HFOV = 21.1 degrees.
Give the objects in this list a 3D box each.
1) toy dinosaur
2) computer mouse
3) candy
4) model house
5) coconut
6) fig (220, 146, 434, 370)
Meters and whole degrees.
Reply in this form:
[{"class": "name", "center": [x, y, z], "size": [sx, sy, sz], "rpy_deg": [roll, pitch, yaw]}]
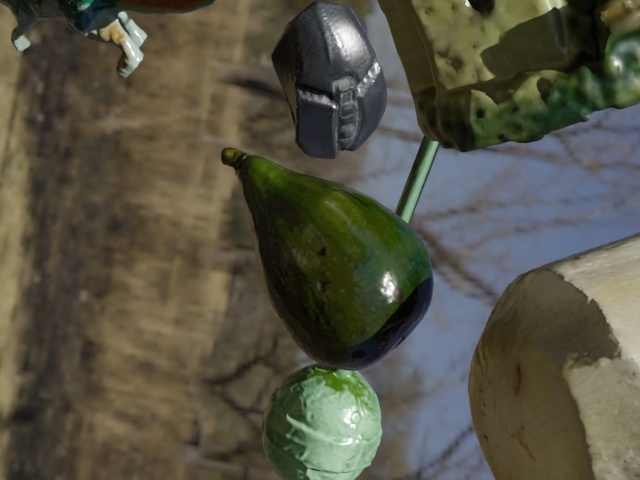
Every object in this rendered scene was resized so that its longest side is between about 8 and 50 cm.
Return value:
[{"class": "toy dinosaur", "center": [-0.128, -0.135, 0.896], "size": [0.044, 0.106, 0.187], "rpy_deg": [-54, -163, -23]}, {"class": "computer mouse", "center": [0.015, -0.156, 1.739], "size": [0.062, 0.106, 0.192], "rpy_deg": [-127, -160, -47]}, {"class": "candy", "center": [0.050, 0.045, 1.633], "size": [0.119, 0.119, 0.440], "rpy_deg": [-87, -164, -70]}, {"class": "model house", "center": [0.151, -0.252, 1.167], "size": [0.266, 0.261, 0.321], "rpy_deg": [64, 23, -21]}, {"class": "coconut", "center": [0.219, 0.096, 1.114], "size": [0.202, 0.222, 0.202], "rpy_deg": [36, -48, 51]}, {"class": "fig", "center": [0.000, 0.000, 1.149], "size": [0.117, 0.177, 0.117], "rpy_deg": [-35, 179, 0]}]
